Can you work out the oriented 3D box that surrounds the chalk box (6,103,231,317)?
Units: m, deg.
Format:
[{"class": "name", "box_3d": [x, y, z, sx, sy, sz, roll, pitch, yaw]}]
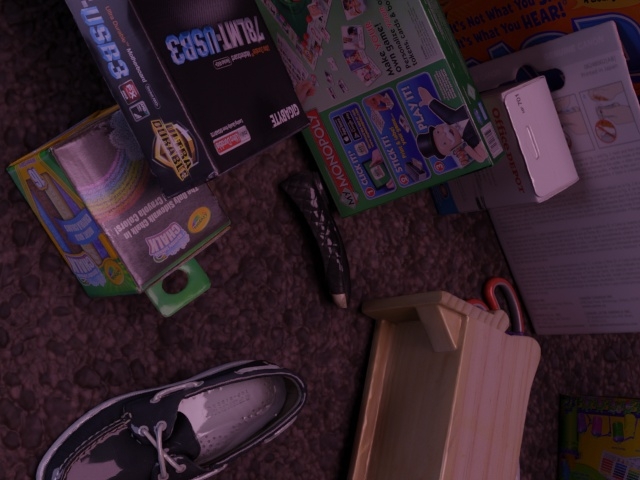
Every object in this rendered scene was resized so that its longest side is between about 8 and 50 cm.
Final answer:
[{"class": "chalk box", "box_3d": [-0.194, -0.025, 1.102, 0.132, 0.132, 0.213, -38, 107, -31]}]

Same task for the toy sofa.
[{"class": "toy sofa", "box_3d": [0.126, 0.253, 1.259, 0.177, 0.150, 0.362, 24, 67, -33]}]

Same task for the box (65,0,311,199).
[{"class": "box", "box_3d": [-0.138, -0.213, 1.090, 0.293, 0.073, 0.295, 63, 23, -6]}]

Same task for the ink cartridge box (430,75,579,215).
[{"class": "ink cartridge box", "box_3d": [0.211, -0.115, 1.338, 0.082, 0.191, 0.139, -26, 101, -32]}]

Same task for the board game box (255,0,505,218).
[{"class": "board game box", "box_3d": [0.050, -0.201, 1.220, 0.046, 0.213, 0.317, -37, 105, -53]}]

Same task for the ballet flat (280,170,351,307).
[{"class": "ballet flat", "box_3d": [0.000, 0.000, 1.285, 0.049, 0.057, 0.173, -17, 96, 7]}]

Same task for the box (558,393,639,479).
[{"class": "box", "box_3d": [0.477, 0.352, 1.417, 0.177, 0.290, 0.279, 8, 82, -33]}]

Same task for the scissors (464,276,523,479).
[{"class": "scissors", "box_3d": [0.258, 0.198, 1.446, 0.109, 0.021, 0.297, -23, 97, -34]}]

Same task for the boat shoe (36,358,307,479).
[{"class": "boat shoe", "box_3d": [-0.150, 0.202, 1.134, 0.302, 0.091, 0.114, -28, 101, -32]}]

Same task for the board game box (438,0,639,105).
[{"class": "board game box", "box_3d": [0.419, -0.292, 1.390, 0.356, 0.356, 0.356, 49, 62, -20]}]

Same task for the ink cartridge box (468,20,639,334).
[{"class": "ink cartridge box", "box_3d": [0.340, -0.069, 1.350, 0.091, 0.308, 0.385, -27, 99, -32]}]
